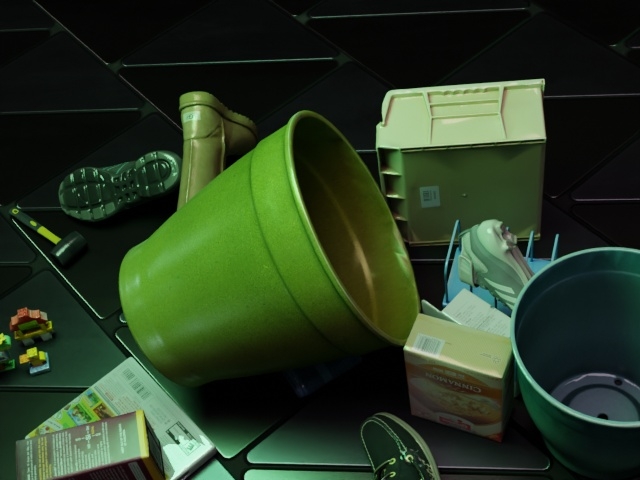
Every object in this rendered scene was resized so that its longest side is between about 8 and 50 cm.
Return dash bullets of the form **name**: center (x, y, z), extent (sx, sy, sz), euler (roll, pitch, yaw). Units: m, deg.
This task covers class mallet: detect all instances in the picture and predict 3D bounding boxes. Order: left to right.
- **mallet**: center (-0.488, -0.022, 1.903), extent (0.062, 0.039, 0.190), euler (-39, 53, -19)

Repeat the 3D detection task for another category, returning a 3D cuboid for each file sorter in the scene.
- **file sorter**: center (0.287, 0.045, 1.678), extent (0.170, 0.104, 0.118), euler (9, 55, 15)

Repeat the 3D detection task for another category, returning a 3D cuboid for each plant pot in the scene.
- **plant pot**: center (-0.094, 0.048, 1.577), extent (0.353, 0.366, 0.366), euler (-25, 49, 20)
- **plant pot**: center (0.394, 0.194, 1.448), extent (0.272, 0.255, 0.271), euler (-4, 51, 6)

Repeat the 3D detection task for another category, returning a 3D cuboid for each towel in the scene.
- **towel**: center (0.002, 0.192, 1.657), extent (0.119, 0.029, 0.067), euler (-29, 54, -14)

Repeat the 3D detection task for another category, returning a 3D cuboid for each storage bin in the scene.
- **storage bin**: center (0.229, -0.117, 1.715), extent (0.261, 0.262, 0.123), euler (-3, 54, 7)

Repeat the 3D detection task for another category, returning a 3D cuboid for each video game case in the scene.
- **video game case**: center (-0.304, 0.311, 1.617), extent (0.206, 0.026, 0.227), euler (-38, 57, -20)

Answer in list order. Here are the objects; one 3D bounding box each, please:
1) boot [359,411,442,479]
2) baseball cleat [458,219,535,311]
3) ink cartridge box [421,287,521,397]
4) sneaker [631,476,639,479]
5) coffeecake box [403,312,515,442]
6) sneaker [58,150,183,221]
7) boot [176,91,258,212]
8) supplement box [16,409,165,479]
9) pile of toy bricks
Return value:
- **boot**: center (0.080, 0.337, 1.443), extent (0.179, 0.085, 0.236), euler (1, 44, -41)
- **baseball cleat**: center (0.275, 0.068, 1.588), extent (0.109, 0.205, 0.072), euler (-25, 3, 38)
- **ink cartridge box**: center (0.242, 0.144, 1.607), extent (0.180, 0.104, 0.060), euler (35, 65, 30)
- **sneaker**: center (0.418, 0.392, 1.420), extent (0.077, 0.072, 0.178), euler (16, 48, 35)
- **coffeecake box**: center (0.201, 0.198, 1.520), extent (0.142, 0.185, 0.068), euler (14, 56, 20)
- **sneaker**: center (-0.343, -0.093, 1.905), extent (0.267, 0.106, 0.101), euler (-10, 89, 22)
- **boot**: center (-0.184, -0.095, 1.850), extent (0.089, 0.236, 0.269), euler (-9, 73, 25)
- **supplement box**: center (-0.329, 0.321, 1.529), extent (0.188, 0.104, 0.080), euler (-14, 51, -2)
- **pile of toy bricks**: center (-0.539, 0.181, 1.704), extent (0.212, 0.105, 0.118), euler (-17, 52, -4)
